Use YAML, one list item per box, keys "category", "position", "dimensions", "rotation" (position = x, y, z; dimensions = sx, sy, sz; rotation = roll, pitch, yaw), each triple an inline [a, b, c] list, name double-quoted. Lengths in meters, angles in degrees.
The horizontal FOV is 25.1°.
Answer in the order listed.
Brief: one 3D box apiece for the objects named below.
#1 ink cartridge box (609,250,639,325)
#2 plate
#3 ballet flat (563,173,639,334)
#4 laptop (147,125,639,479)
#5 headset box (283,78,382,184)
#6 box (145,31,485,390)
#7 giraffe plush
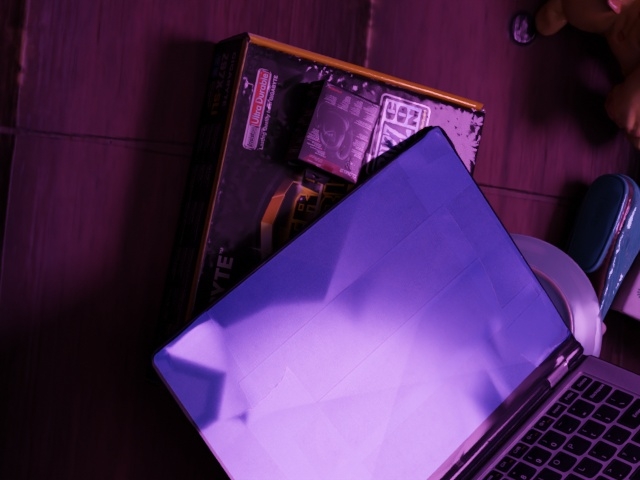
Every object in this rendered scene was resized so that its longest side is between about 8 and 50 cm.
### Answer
- category: "ink cartridge box"
  position: [0.445, -0.040, 1.499]
  dimensions: [0.165, 0.065, 0.332]
  rotation: [27, 89, -4]
- category: "plate"
  position: [0.179, 0.084, 1.393]
  dimensions: [0.188, 0.024, 0.188]
  rotation: [0, 84, 4]
- category: "ballet flat"
  position: [0.271, 0.053, 1.458]
  dimensions: [0.087, 0.083, 0.247]
  rotation: [36, 79, -42]
- category: "laptop"
  position: [0.152, 0.143, 1.176]
  dimensions: [0.382, 0.408, 0.236]
  rotation: [-40, 135, -33]
- category: "headset box"
  position: [0.010, -0.091, 1.265]
  dimensions: [0.062, 0.032, 0.083]
  rotation: [22, 83, -24]
- category: "box"
  position: [0.000, 0.000, 1.324]
  dimensions: [0.257, 0.079, 0.322]
  rotation: [14, 86, -27]
- category: "giraffe plush"
  position: [0.310, -0.215, 1.429]
  dimensions: [0.181, 0.210, 0.170]
  rotation: [-43, 67, -9]
